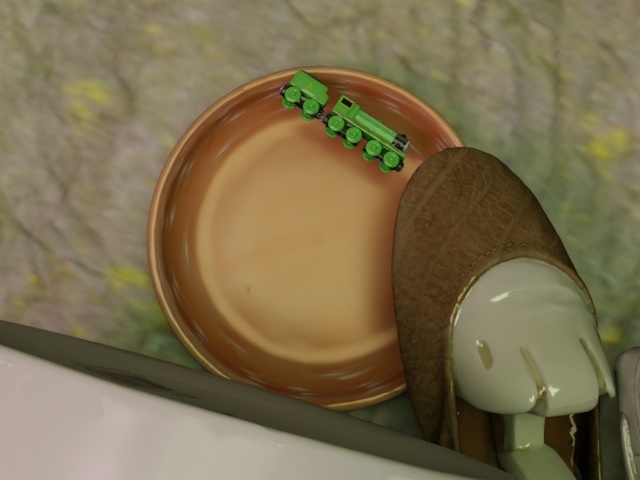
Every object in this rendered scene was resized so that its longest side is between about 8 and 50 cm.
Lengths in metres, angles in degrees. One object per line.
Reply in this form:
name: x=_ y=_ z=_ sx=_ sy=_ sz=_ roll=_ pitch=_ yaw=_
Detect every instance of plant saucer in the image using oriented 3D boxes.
plant saucer: x=0.000 y=0.000 z=0.962 sx=0.200 sy=0.037 sz=0.200 roll=0 pitch=86 yaw=-3

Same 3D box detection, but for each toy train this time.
toy train: x=0.015 y=-0.068 z=0.941 sx=0.083 sy=0.017 sz=0.024 roll=33 pitch=74 yaw=0

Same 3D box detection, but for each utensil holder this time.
utensil holder: x=-0.096 y=0.256 z=0.774 sx=0.327 sy=0.327 sz=0.385 roll=17 pitch=88 yaw=-2

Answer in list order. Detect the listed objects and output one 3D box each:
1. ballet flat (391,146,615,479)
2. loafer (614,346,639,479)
ballet flat: x=0.111 y=0.120 z=0.891 sx=0.116 sy=0.124 sz=0.342 roll=-5 pitch=94 yaw=-17
loafer: x=0.223 y=0.198 z=0.903 sx=0.112 sy=0.111 sz=0.319 roll=-29 pitch=117 yaw=-44
